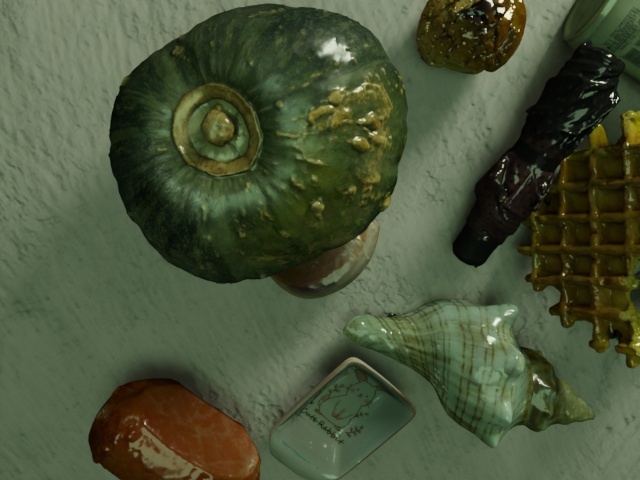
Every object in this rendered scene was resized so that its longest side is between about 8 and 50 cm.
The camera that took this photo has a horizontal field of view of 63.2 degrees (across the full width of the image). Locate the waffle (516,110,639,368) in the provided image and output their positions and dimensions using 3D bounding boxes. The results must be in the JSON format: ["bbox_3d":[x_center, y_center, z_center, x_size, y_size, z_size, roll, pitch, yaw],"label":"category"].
[{"bbox_3d":[0.386,-0.013,0.671,0.069,0.260,0.293,1,128,-36],"label":"waffle"}]

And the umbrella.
[{"bbox_3d":[0.277,-0.098,0.694,0.090,0.094,0.326,28,121,2],"label":"umbrella"}]

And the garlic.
[{"bbox_3d":[0.012,0.003,0.735,0.198,0.090,0.129,-31,96,13],"label":"garlic"}]

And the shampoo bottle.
[{"bbox_3d":[0.437,-0.251,0.657,0.234,0.087,0.118,24,113,-11],"label":"shampoo bottle"}]

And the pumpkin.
[{"bbox_3d":[-0.058,-0.106,0.600,0.327,0.257,0.292,-13,97,10],"label":"pumpkin"}]

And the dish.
[{"bbox_3d":[0.022,0.288,0.845,0.154,0.064,0.234,42,102,-15],"label":"dish"}]

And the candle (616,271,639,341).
[{"bbox_3d":[0.497,0.107,0.763,0.168,0.192,0.068,-16,119,51],"label":"candle"}]

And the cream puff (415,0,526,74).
[{"bbox_3d":[0.183,-0.264,0.638,0.133,0.104,0.119,-13,116,3],"label":"cream puff"}]

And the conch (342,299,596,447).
[{"bbox_3d":[0.234,0.185,0.769,0.386,0.169,0.203,25,81,-13],"label":"conch"}]

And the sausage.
[{"bbox_3d":[-0.216,0.319,0.799,0.268,0.153,0.141,36,127,-14],"label":"sausage"}]

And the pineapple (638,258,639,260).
[{"bbox_3d":[0.533,-0.091,0.658,0.334,0.158,0.161,-15,140,15],"label":"pineapple"}]
